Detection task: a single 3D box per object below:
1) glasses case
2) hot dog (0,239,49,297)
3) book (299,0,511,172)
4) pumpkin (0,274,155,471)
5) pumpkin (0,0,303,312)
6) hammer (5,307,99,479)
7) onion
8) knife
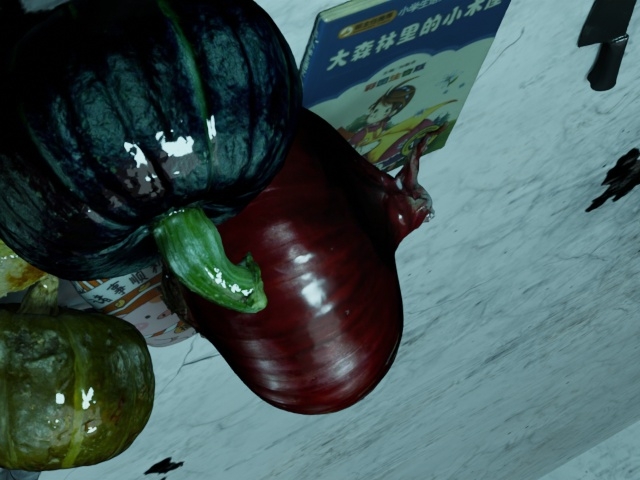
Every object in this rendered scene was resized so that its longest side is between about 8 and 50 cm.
[{"bbox_3d":[-0.150,0.036,1.686,0.103,0.067,0.267,-36,160,3],"label":"glasses case"},{"bbox_3d":[-0.287,0.029,1.470,0.169,0.061,0.078,-30,158,-16],"label":"hot dog"},{"bbox_3d":[0.061,-0.138,1.698,0.228,0.018,0.322,-25,158,-25],"label":"book"},{"bbox_3d":[-0.242,0.106,1.554,0.219,0.162,0.219,4,-176,0],"label":"pumpkin"},{"bbox_3d":[-0.113,-0.053,1.295,0.248,0.248,0.248,-30,159,-13],"label":"pumpkin"},{"bbox_3d":[-0.290,0.189,1.855,0.152,0.044,0.427,-23,158,-31],"label":"hammer"},{"bbox_3d":[0.000,0.000,1.544,0.285,0.273,0.273,-23,159,-2],"label":"onion"},{"bbox_3d":[0.289,-0.217,1.873,0.060,0.028,0.230,-17,154,-11],"label":"knife"}]
